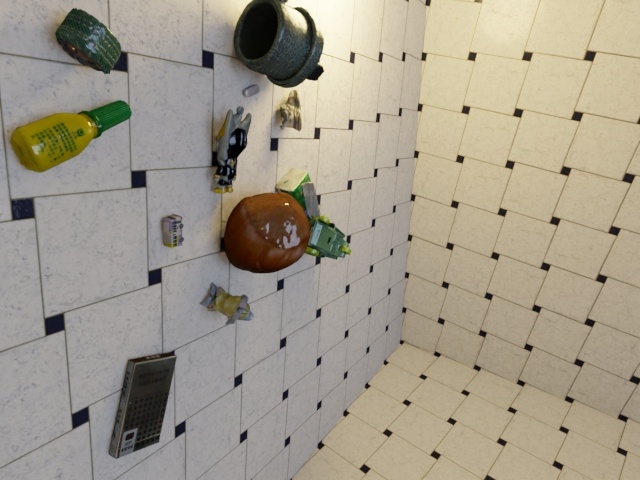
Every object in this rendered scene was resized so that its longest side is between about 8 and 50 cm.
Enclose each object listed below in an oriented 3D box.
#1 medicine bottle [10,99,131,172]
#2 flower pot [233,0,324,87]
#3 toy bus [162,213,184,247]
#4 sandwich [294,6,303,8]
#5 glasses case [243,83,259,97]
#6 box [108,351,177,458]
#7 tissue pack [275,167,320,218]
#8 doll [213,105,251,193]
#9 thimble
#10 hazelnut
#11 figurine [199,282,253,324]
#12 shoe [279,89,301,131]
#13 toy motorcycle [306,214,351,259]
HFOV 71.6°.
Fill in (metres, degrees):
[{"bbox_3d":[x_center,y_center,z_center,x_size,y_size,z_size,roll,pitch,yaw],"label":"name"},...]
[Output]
[{"bbox_3d":[-0.616,-0.282,1.130,0.309,0.076,0.111,-46,140,-41],"label":"medicine bottle"},{"bbox_3d":[-0.135,-0.719,1.595,0.282,0.298,0.300,2,100,-51],"label":"flower pot"},{"bbox_3d":[-0.491,-0.031,1.470,0.058,0.052,0.102,-24,124,-55],"label":"toy bus"},{"bbox_3d":[-0.113,-0.784,1.739,0.144,0.117,0.188,36,73,-55],"label":"sandwich"},{"bbox_3d":[-0.259,-0.565,1.673,0.083,0.021,0.032,-46,136,-42],"label":"glasses case"},{"bbox_3d":[-0.604,0.558,1.521,0.180,0.047,0.325,9,94,-60],"label":"box"},{"bbox_3d":[-0.081,-0.191,1.995,0.148,0.156,0.209,-52,143,-32],"label":"tissue pack"},{"bbox_3d":[-0.319,-0.323,1.592,0.145,0.103,0.317,-4,112,-48],"label":"doll"},{"bbox_3d":[-0.569,-0.487,1.089,0.090,0.118,0.135,-65,164,-10],"label":"thimble"},{"bbox_3d":[-0.205,-0.022,1.730,0.372,0.315,0.373,-29,151,-18],"label":"hazelnut"},{"bbox_3d":[-0.351,0.252,1.713,0.208,0.183,0.129,30,69,-15],"label":"figurine"},{"bbox_3d":[-0.127,-0.537,1.847,0.089,0.092,0.180,84,1,-76],"label":"shoe"},{"bbox_3d":[0.000,0.000,2.191,0.326,0.199,0.191,29,76,-48],"label":"toy motorcycle"}]
